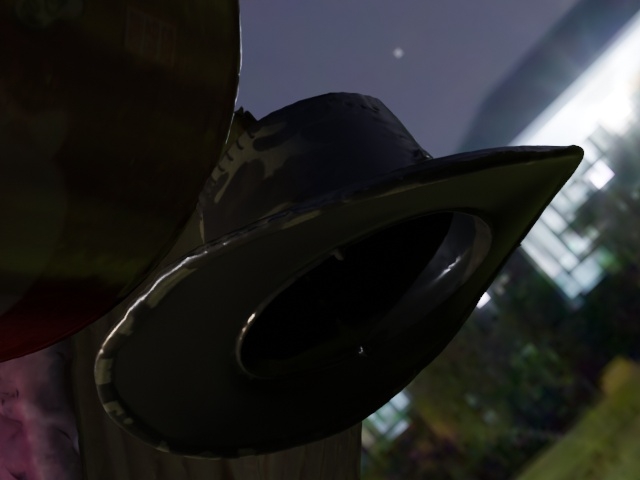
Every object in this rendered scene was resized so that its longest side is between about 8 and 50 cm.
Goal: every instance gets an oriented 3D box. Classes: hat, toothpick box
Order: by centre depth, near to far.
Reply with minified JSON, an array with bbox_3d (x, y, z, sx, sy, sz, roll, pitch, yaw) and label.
[{"bbox_3d":[0.000,0.000,0.415,0.121,0.050,0.121,-23,-27,-12],"label":"hat"},{"bbox_3d":[-0.165,-0.068,0.420,0.204,0.204,0.333,-45,-13,11],"label":"toothpick box"}]

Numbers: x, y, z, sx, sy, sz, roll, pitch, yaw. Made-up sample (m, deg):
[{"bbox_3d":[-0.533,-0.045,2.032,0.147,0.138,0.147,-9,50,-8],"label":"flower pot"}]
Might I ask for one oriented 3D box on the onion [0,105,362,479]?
[{"bbox_3d":[-0.096,0.107,0.703,0.159,0.349,0.267,-14,-36,23],"label":"onion"}]
